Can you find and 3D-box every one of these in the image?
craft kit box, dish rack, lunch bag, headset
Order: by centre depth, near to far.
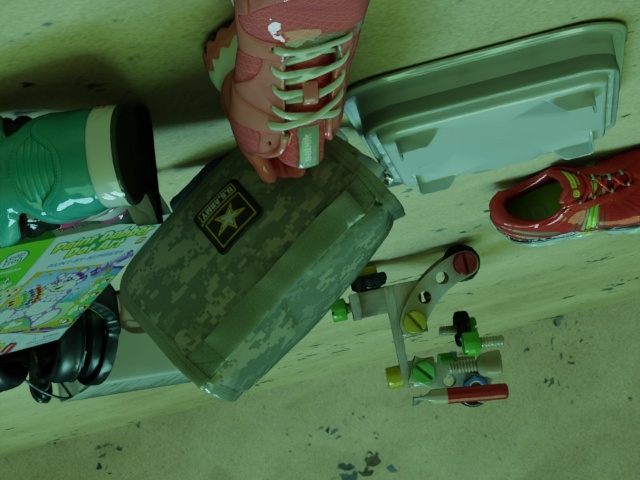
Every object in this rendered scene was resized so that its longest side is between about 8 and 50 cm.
[{"bbox_3d":[-0.049,0.008,1.507,0.235,0.169,0.287,-46,-173,1],"label":"lunch bag"},{"bbox_3d":[0.179,-0.122,1.729,0.285,0.072,0.333,-15,170,6],"label":"dish rack"},{"bbox_3d":[-0.312,0.040,1.743,0.250,0.061,0.246,-14,153,-50],"label":"craft kit box"},{"bbox_3d":[-0.383,0.109,2.201,0.243,0.185,0.394,-7,153,-6],"label":"headset"}]

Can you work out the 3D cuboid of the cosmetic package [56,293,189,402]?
[{"bbox_3d":[-0.229,0.141,2.447,0.296,0.129,0.153,-7,169,-30],"label":"cosmetic package"}]

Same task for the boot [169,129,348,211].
[{"bbox_3d":[-0.066,-0.069,1.744,0.190,0.086,0.069,-41,160,-1],"label":"boot"}]

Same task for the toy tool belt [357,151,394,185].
[{"bbox_3d":[0.041,-0.060,1.764,0.051,0.052,0.083,-58,161,-2],"label":"toy tool belt"}]

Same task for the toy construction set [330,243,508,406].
[{"bbox_3d":[0.141,0.157,2.560,0.237,0.257,0.309,-5,-157,-4],"label":"toy construction set"}]

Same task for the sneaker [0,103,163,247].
[{"bbox_3d":[-0.237,-0.052,1.467,0.178,0.124,0.295,-7,176,2],"label":"sneaker"}]

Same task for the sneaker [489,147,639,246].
[{"bbox_3d":[0.348,-0.058,2.175,0.279,0.107,0.118,-20,158,22],"label":"sneaker"}]

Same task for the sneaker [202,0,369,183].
[{"bbox_3d":[-0.011,-0.130,1.281,0.116,0.136,0.314,-12,169,-12],"label":"sneaker"}]
